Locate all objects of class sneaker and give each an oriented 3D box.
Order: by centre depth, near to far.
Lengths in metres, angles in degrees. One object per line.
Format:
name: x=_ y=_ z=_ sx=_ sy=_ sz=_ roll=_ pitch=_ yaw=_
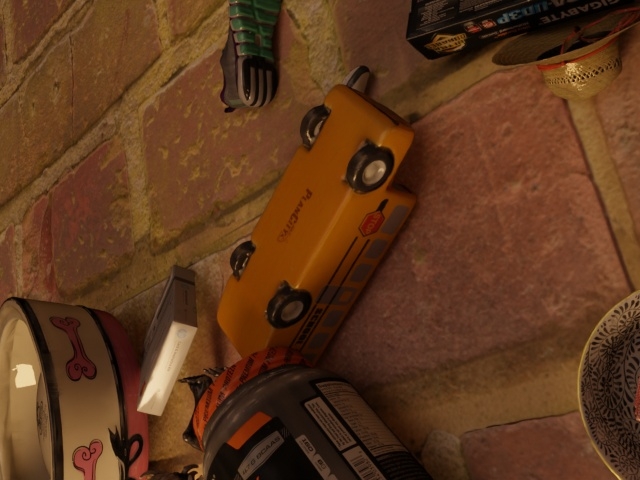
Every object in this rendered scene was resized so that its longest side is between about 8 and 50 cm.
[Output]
sneaker: x=0.039 y=-0.160 z=0.803 sx=0.044 sy=0.040 sz=0.109 roll=31 pitch=109 yaw=25
sneaker: x=-0.116 y=-0.298 z=0.939 sx=0.098 sy=0.083 sz=0.224 roll=-3 pitch=82 yaw=48

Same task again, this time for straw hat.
straw hat: x=0.234 y=-0.161 z=0.589 sx=0.144 sy=0.144 sz=0.061 roll=-4 pitch=121 yaw=43

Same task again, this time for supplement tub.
supplement tub: x=0.009 y=0.265 z=0.653 sx=0.316 sy=0.193 sz=0.193 roll=44 pitch=113 yaw=39

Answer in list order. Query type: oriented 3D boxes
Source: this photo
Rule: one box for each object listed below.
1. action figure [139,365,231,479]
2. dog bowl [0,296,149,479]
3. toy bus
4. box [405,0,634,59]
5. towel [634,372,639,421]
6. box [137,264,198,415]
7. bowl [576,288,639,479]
action figure: x=-0.146 y=0.308 z=0.834 sx=0.164 sy=0.141 sz=0.276 roll=-20 pitch=67 yaw=39
dog bowl: x=-0.405 y=0.287 z=1.036 sx=0.408 sy=0.150 sz=0.408 roll=4 pitch=95 yaw=53
toy bus: x=0.000 y=0.000 z=0.745 sx=0.108 sy=0.130 sz=0.333 roll=47 pitch=115 yaw=39
box: x=0.194 y=-0.289 z=0.641 sx=0.220 sy=0.051 sz=0.175 roll=-5 pitch=70 yaw=43
towel: x=0.382 y=0.043 z=0.376 sx=0.329 sy=0.037 sz=0.237 roll=15 pitch=92 yaw=25
box: x=-0.221 y=0.137 z=0.945 sx=0.145 sy=0.038 sz=0.186 roll=-66 pitch=18 yaw=14
bowl: x=0.282 y=0.111 z=0.481 sx=0.170 sy=0.080 sz=0.170 roll=-2 pitch=84 yaw=25
